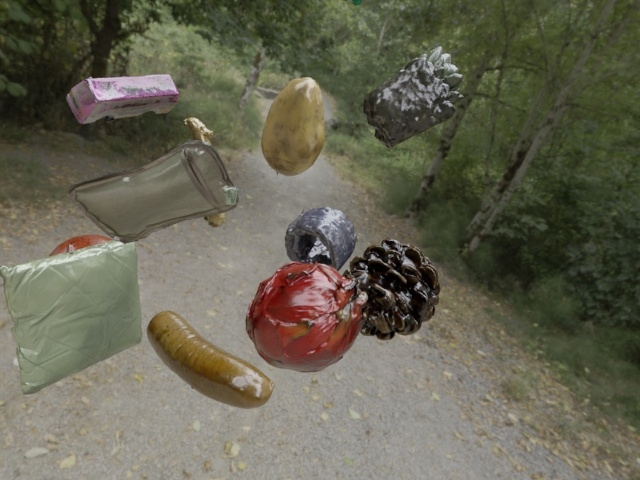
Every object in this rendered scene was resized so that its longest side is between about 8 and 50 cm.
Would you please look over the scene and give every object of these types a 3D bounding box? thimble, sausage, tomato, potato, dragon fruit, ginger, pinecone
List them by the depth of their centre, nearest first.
[{"bbox_3d":[-0.025,0.114,0.637,0.172,0.172,0.209,6,-16,-35],"label":"dragon fruit"},{"bbox_3d":[0.001,0.002,0.919,0.150,0.150,0.098,27,48,17],"label":"thimble"},{"bbox_3d":[0.164,0.126,0.994,0.243,0.244,0.257,20,22,-2],"label":"pinecone"},{"bbox_3d":[-0.064,-0.270,1.004,0.161,0.235,0.128,10,30,21],"label":"potato"},{"bbox_3d":[-0.333,0.336,1.163,0.500,0.123,0.136,20,51,36],"label":"sausage"},{"bbox_3d":[-0.365,-0.207,1.292,0.147,0.334,0.081,6,12,26],"label":"ginger"},{"bbox_3d":[-0.721,0.115,1.335,0.264,0.265,0.265,18,20,-7],"label":"tomato"}]

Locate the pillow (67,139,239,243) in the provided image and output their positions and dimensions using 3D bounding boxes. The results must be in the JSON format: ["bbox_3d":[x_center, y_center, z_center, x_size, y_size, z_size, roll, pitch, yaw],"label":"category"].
[{"bbox_3d":[-0.242,-0.065,0.621,0.232,0.131,0.038,-17,45,7],"label":"pillow"}]

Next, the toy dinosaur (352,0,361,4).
[{"bbox_3d":[0.069,-0.646,1.055,0.132,0.059,0.096,-8,50,-30],"label":"toy dinosaur"}]

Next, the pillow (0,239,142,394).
[{"bbox_3d":[-0.526,0.150,0.913,0.076,0.281,0.274,12,19,32],"label":"pillow"}]

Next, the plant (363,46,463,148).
[{"bbox_3d":[0.185,-0.270,0.793,0.129,0.194,0.132,56,-1,-11],"label":"plant"}]

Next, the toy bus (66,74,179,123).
[{"bbox_3d":[-0.524,-0.390,1.129,0.274,0.112,0.090,-33,98,-49],"label":"toy bus"}]
